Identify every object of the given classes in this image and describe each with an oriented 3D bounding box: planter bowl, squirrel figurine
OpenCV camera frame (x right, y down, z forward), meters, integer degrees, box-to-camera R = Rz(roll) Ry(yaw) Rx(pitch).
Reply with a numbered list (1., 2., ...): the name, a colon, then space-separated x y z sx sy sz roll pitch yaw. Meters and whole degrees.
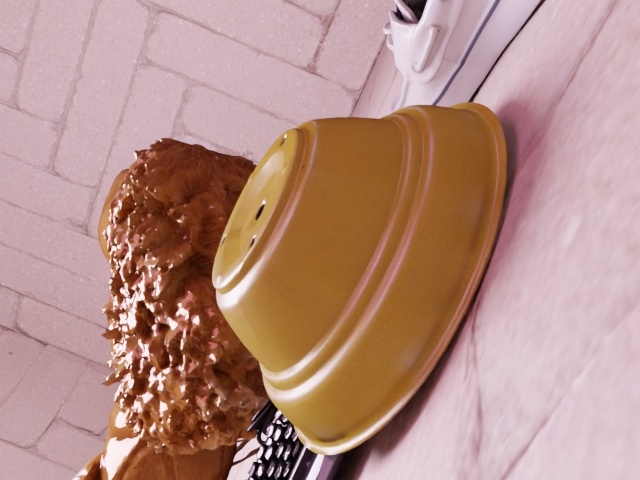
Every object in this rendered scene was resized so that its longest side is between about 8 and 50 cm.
1. planter bowl: 0.000 0.000 0.451 0.217 0.090 0.217 -55 19 28
2. squirrel figurine: -0.141 0.112 0.819 0.397 0.281 0.370 111 174 -77

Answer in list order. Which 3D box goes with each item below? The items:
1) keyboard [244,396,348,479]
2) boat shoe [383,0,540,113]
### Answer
1. keyboard: -0.005 0.092 0.539 0.317 0.033 0.201 -64 10 -3
2. boat shoe: 0.088 -0.159 0.561 0.258 0.084 0.095 120 172 -58
